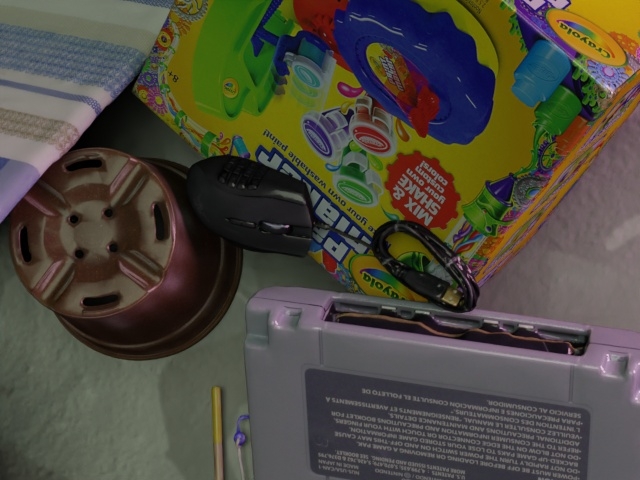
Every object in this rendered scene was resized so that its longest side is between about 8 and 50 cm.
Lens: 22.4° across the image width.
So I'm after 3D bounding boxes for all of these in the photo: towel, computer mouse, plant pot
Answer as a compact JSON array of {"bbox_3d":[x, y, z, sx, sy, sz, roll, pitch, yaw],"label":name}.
[{"bbox_3d":[-0.246,-0.113,1.215,0.209,0.034,0.285,11,45,25],"label":"towel"},{"bbox_3d":[0.000,0.000,1.126,0.242,0.041,0.071,21,127,27],"label":"computer mouse"},{"bbox_3d":[-0.155,0.004,1.227,0.167,0.165,0.167,-1,82,7],"label":"plant pot"}]

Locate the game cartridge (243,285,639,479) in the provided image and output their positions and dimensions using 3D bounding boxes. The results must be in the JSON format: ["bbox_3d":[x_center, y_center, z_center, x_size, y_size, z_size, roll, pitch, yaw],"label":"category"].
[{"bbox_3d":[0.093,0.138,1.142,0.294,0.060,0.196,8,120,15],"label":"game cartridge"}]

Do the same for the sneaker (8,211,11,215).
[{"bbox_3d":[-0.313,0.018,1.248,0.226,0.086,0.163,1,79,45],"label":"sneaker"}]

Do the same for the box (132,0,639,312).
[{"bbox_3d":[0.065,-0.136,1.146,0.290,0.177,0.279,42,134,10],"label":"box"}]

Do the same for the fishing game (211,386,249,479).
[{"bbox_3d":[0.042,0.166,1.248,0.264,0.041,0.189,2,86,6],"label":"fishing game"}]
